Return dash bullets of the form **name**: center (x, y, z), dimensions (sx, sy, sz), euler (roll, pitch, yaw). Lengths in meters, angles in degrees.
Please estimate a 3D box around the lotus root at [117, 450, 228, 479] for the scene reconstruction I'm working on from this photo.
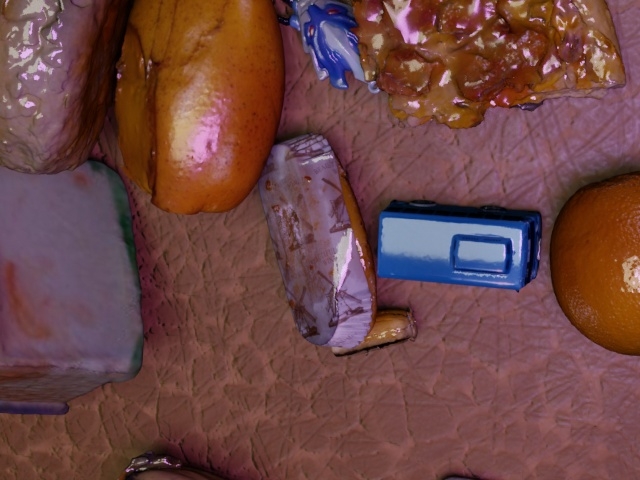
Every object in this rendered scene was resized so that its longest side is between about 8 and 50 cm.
- **lotus root**: center (-0.132, 0.393, 1.389), dimensions (0.310, 0.183, 0.182), euler (21, 105, 10)

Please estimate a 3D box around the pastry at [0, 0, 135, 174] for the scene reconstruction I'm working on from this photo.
- **pastry**: center (-0.302, -0.230, 1.237), dimensions (0.136, 0.329, 0.329), euler (16, 104, -2)

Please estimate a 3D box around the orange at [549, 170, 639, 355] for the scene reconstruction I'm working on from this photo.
- **orange**: center (0.347, 0.024, 1.189), dimensions (0.206, 0.206, 0.206), euler (3, 101, 14)

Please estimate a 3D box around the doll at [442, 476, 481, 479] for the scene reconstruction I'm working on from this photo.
- **doll**: center (0.148, 0.380, 1.369), dimensions (0.103, 0.071, 0.214), euler (40, 104, 3)

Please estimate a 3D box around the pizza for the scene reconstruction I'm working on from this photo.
- **pizza**: center (0.150, -0.260, 1.210), dimensions (0.409, 0.114, 0.277), euler (38, 89, 0)

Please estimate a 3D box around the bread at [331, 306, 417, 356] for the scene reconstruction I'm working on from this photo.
- **bread**: center (0.067, 0.113, 1.341), dimensions (0.106, 0.072, 0.053), euler (-17, 86, 17)

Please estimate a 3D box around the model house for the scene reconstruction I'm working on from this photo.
- **model house**: center (-0.406, 0.066, 1.394), dimensions (0.280, 0.245, 0.312), euler (-30, 63, 44)

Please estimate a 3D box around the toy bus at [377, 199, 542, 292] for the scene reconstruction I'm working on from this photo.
- **toy bus**: center (0.164, 0.006, 1.277), dimensions (0.185, 0.106, 0.090), euler (4, 101, 16)

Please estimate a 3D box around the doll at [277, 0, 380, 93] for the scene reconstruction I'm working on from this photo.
- **doll**: center (0.012, -0.251, 1.289), dimensions (0.096, 0.070, 0.195), euler (-40, 80, 9)

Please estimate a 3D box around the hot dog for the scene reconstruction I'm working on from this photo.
- **hot dog**: center (0.000, 0.000, 1.299), dimensions (0.144, 0.075, 0.267), euler (-20, 78, 49)

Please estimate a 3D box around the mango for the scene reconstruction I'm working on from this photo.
- **mango**: center (-0.141, -0.203, 1.285), dimensions (0.199, 0.201, 0.349), euler (6, 90, -8)
